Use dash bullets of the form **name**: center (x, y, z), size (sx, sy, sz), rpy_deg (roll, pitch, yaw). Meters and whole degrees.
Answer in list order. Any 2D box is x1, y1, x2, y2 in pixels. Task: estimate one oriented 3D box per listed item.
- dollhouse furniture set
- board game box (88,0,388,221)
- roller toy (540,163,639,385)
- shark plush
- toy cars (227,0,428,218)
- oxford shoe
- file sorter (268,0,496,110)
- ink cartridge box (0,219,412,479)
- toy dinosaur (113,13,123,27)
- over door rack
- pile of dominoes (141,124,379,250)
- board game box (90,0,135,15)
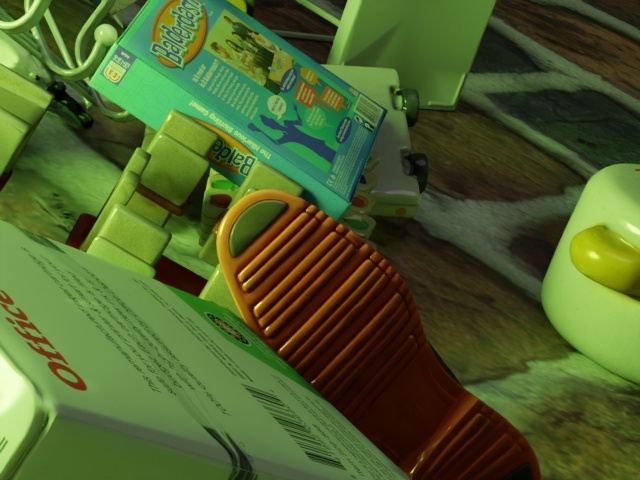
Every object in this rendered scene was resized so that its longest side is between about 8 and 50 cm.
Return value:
- **dollhouse furniture set**: center (-0.148, 0.006, 1.157), size (0.259, 0.135, 0.262), rpy_deg (31, 21, -7)
- **board game box**: center (-0.058, -0.110, 1.331), size (0.210, 0.047, 0.160), rpy_deg (35, 32, -7)
- **roller toy**: center (0.290, 0.025, 1.431), size (0.209, 0.146, 0.191), rpy_deg (17, 22, -8)
- **shark plush**: center (-0.252, -0.152, 1.477), size (0.161, 0.073, 0.067), rpy_deg (24, -9, 17)
- **toy cars**: center (-0.039, -0.127, 1.568), size (0.176, 0.087, 0.393), rpy_deg (-29, 54, -36)
- **oxford shoe**: center (0.022, 0.075, 1.057), size (0.271, 0.097, 0.098), rpy_deg (52, -8, -21)
- **file sorter**: center (0.069, -0.302, 1.818), size (0.193, 0.278, 0.173), rpy_deg (0, 29, -43)
- **ink cartridge box**: center (-0.110, 0.096, 0.831), size (0.289, 0.121, 0.211), rpy_deg (25, 12, -49)
- **toy dinosaur**: center (-0.239, -0.284, 1.792), size (0.092, 0.053, 0.183), rpy_deg (16, 23, -18)
- **over door rack**: center (-0.255, -0.263, 1.377), size (0.324, 0.108, 0.239), rpy_deg (52, 3, 20)
- **pile of dominoes**: center (-0.046, -0.078, 1.398), size (0.196, 0.040, 0.251), rpy_deg (8, 37, -3)
- **board game box**: center (-0.298, -0.397, 1.613), size (0.066, 0.318, 0.318), rpy_deg (-35, 37, -13)
